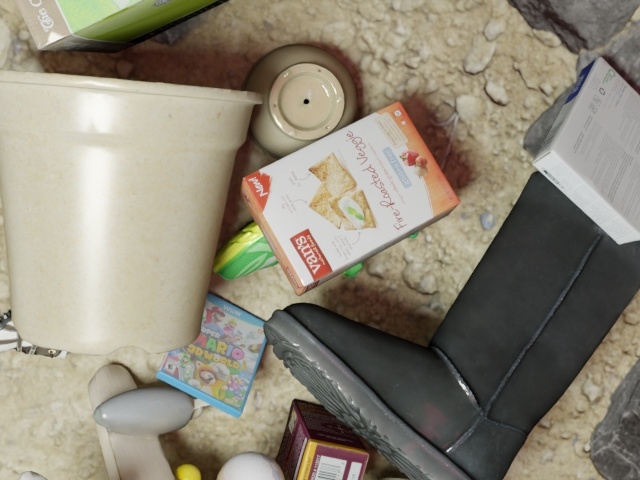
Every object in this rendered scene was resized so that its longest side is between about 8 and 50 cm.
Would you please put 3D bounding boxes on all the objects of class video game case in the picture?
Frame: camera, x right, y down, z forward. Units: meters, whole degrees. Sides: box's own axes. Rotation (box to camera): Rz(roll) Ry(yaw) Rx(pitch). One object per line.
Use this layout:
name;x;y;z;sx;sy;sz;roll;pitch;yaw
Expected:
video game case;-0.137;0.144;1.274;0.119;0.166;0.015;29;128;-9

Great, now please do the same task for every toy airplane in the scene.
toy airplane;-0.172;0.343;1.173;0.272;0.384;0.386;-37;98;9

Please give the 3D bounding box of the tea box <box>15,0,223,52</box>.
tea box;-0.180;-0.373;1.095;0.323;0.329;0.220;-25;99;5

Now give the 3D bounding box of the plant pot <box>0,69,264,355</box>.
plant pot;-0.242;-0.035;1.147;0.333;0.334;0.306;3;98;-7

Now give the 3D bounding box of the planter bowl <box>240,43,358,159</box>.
planter bowl;-0.024;-0.181;1.268;0.162;0.109;0.162;-1;96;-6

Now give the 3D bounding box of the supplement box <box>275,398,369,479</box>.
supplement box;-0.002;0.292;1.284;0.080;0.188;0.104;14;95;-10

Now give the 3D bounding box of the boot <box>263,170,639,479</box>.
boot;0.192;0.073;1.247;0.367;0.146;0.445;44;73;-10

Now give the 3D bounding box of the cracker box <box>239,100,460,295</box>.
cracker box;0.036;-0.054;1.215;0.232;0.067;0.156;-28;81;-14

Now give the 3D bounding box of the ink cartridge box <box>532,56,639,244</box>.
ink cartridge box;0.410;-0.105;1.304;0.224;0.045;0.223;41;53;-7

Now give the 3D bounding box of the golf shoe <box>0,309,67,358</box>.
golf shoe;-0.380;0.127;1.276;0.198;0.077;0.094;-25;99;-3

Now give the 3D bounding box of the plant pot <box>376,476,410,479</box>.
plant pot;0.123;0.427;1.296;0.284;0.284;0.191;16;70;-9

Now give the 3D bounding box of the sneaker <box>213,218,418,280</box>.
sneaker;0.000;0.000;1.292;0.295;0.109;0.124;-20;95;-5
